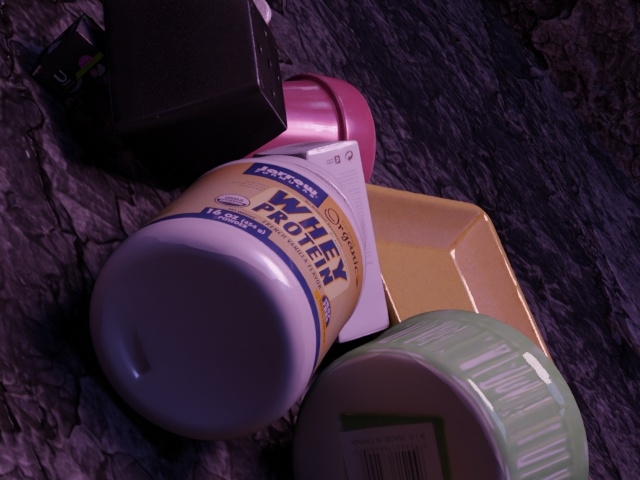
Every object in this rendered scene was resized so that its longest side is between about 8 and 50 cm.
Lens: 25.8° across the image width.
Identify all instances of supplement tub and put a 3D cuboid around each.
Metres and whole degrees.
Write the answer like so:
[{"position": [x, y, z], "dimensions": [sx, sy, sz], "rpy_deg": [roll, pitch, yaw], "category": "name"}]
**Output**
[{"position": [-0.081, 0.044, 1.456], "dimensions": [0.228, 0.228, 0.316], "rpy_deg": [50, 24, -6], "category": "supplement tub"}]

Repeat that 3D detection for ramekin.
[{"position": [0.115, 0.232, 1.480], "dimensions": [0.148, 0.303, 0.303], "rpy_deg": [-10, 65, -55], "category": "ramekin"}]

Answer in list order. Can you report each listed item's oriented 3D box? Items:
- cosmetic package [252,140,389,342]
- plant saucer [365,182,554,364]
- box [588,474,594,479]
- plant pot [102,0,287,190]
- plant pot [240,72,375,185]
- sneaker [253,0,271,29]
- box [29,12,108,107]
[{"position": [0.000, 0.000, 1.666], "dimensions": [0.085, 0.117, 0.231], "rpy_deg": [-16, 101, -34], "category": "cosmetic package"}, {"position": [0.159, 0.099, 1.811], "dimensions": [0.332, 0.081, 0.333], "rpy_deg": [7, 55, -50], "category": "plant saucer"}, {"position": [0.303, 0.358, 1.903], "dimensions": [0.307, 0.076, 0.242], "rpy_deg": [50, 24, -6], "category": "box"}, {"position": [-0.138, -0.190, 1.628], "dimensions": [0.188, 0.167, 0.188], "rpy_deg": [52, 28, -67], "category": "plant pot"}, {"position": [-0.060, -0.121, 1.790], "dimensions": [0.180, 0.201, 0.201], "rpy_deg": [4, 51, -39], "category": "plant pot"}, {"position": [-0.126, -0.384, 2.196], "dimensions": [0.158, 0.061, 0.065], "rpy_deg": [63, -1, 20], "category": "sneaker"}, {"position": [-0.282, -0.208, 1.615], "dimensions": [0.062, 0.083, 0.052], "rpy_deg": [42, 26, -22], "category": "box"}]
